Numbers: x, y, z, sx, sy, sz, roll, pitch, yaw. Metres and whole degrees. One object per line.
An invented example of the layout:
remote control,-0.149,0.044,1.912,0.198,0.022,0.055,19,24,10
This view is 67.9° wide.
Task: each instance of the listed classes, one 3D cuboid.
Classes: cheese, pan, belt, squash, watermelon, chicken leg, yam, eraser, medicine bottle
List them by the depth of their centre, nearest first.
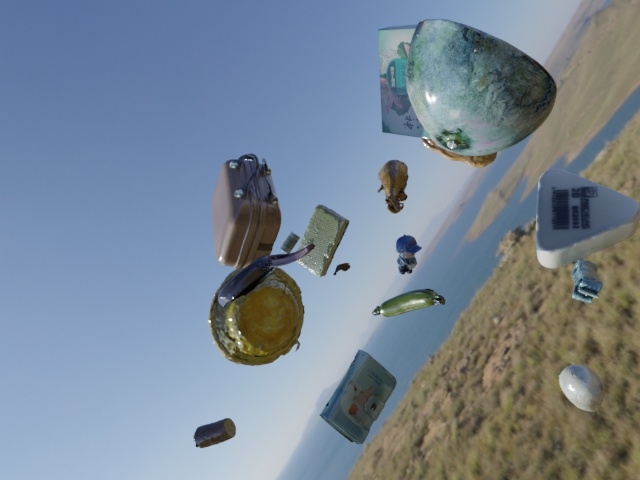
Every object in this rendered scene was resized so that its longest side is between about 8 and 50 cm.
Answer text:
pan,-0.090,0.045,0.761,0.212,0.040,0.115,-34,1,36
watermelon,0.299,-0.257,0.903,0.175,0.321,0.188,-61,24,5
chicken leg,0.198,-0.140,1.304,0.208,0.085,0.101,-80,10,-47
belt,0.898,0.135,1.609,0.302,0.072,0.087,-26,-43,-60
eraser,0.853,-0.098,1.629,0.331,0.331,0.150,-55,-38,-11
yam,-0.370,0.674,1.669,0.127,0.084,0.084,-24,-6,10
squash,0.322,0.226,1.727,0.318,0.071,0.080,-22,43,44
chicken leg,0.081,0.107,1.846,0.083,0.036,0.021,-19,10,-28
medicine bottle,-0.122,0.010,1.917,0.083,0.047,0.047,-55,-11,-1
cheese,1.150,0.640,2.104,0.154,0.198,0.189,-18,-46,-6

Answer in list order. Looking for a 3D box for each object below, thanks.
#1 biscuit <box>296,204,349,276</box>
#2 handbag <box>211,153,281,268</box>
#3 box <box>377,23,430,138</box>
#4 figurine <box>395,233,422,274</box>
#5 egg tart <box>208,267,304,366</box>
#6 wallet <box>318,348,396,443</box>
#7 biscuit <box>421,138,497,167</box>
biscuit,0.000,0.000,1.458,0.040,0.121,0.199,-2,-60,-53
handbag,-0.201,-0.102,1.301,0.302,0.149,0.283,-107,31,-47
box,0.223,-0.372,1.114,0.092,0.153,0.245,-26,-59,-36
figurine,0.307,0.049,1.672,0.087,0.086,0.149,-97,2,-47
egg tart,-0.210,0.274,1.721,0.388,0.388,0.169,-53,21,-17
wallet,0.125,0.501,1.525,0.250,0.176,0.075,-54,16,-23
biscuit,0.521,-0.472,1.717,0.365,0.385,0.062,-58,-16,6
